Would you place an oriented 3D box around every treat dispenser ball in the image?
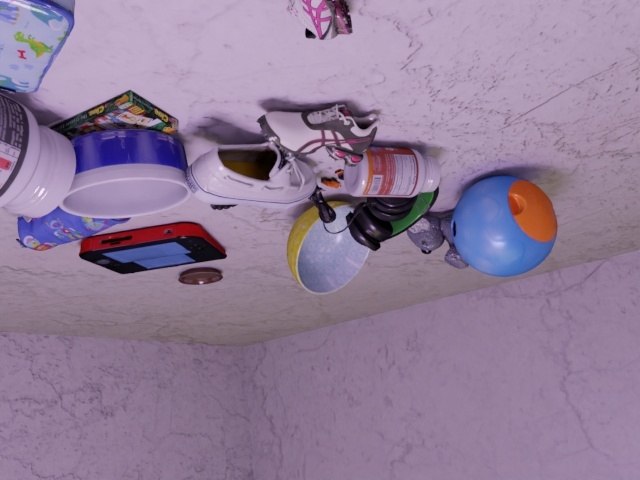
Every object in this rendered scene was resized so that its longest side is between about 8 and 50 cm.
[{"bbox_3d":[0.517,-0.040,1.615,0.288,0.288,0.288,-7,162,-2],"label":"treat dispenser ball"}]

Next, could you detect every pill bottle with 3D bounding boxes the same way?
[{"bbox_3d":[0.174,-0.164,1.376,0.216,0.121,0.121,-1,161,-21],"label":"pill bottle"},{"bbox_3d":[-0.602,-0.166,0.927,0.210,0.210,0.363,-15,160,22],"label":"pill bottle"}]

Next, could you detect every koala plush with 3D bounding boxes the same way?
[{"bbox_3d":[0.384,-0.025,1.851,0.221,0.203,0.196,11,177,12],"label":"koala plush"}]

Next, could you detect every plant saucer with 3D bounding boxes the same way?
[{"bbox_3d":[-0.457,0.134,2.171,0.168,0.029,0.168,-7,163,-2],"label":"plant saucer"}]

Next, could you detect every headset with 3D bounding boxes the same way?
[{"bbox_3d":[0.144,-0.100,1.537,0.394,0.185,0.243,-12,147,-41],"label":"headset"}]

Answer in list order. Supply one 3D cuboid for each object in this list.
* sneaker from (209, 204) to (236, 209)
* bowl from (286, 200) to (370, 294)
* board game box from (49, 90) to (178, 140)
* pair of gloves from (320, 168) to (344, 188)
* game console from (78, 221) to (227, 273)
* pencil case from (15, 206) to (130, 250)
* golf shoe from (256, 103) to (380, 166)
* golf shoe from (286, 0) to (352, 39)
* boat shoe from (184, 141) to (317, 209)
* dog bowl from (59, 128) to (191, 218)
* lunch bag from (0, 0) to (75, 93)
[{"bbox_3d":[-0.176,-0.144,1.364,0.100,0.108,0.271,-41,162,29],"label":"sneaker"},{"bbox_3d":[0.000,0.000,1.692,0.289,0.289,0.156,12,-165,-46],"label":"bowl"},{"bbox_3d":[-0.429,-0.215,1.139,0.259,0.030,0.136,-16,162,24],"label":"board game box"},{"bbox_3d":[0.046,-0.163,1.506,0.083,0.010,0.074,-24,154,35],"label":"pair of gloves"},{"bbox_3d":[-0.523,0.039,1.815,0.386,0.060,0.342,-8,161,4],"label":"game console"},{"bbox_3d":[-0.601,-0.065,1.379,0.306,0.119,0.133,-16,149,25],"label":"pencil case"},{"bbox_3d":[-0.001,-0.237,1.168,0.273,0.105,0.120,2,142,-39],"label":"golf shoe"},{"bbox_3d":[-0.015,-0.350,0.831,0.086,0.067,0.186,-11,162,17],"label":"golf shoe"},{"bbox_3d":[-0.107,-0.163,1.235,0.156,0.136,0.367,-35,159,36],"label":"boat shoe"},{"bbox_3d":[-0.407,-0.132,1.187,0.265,0.104,0.265,-11,169,-2],"label":"dog bowl"},{"bbox_3d":[-0.452,-0.300,0.781,0.176,0.090,0.219,14,152,-41],"label":"lunch bag"}]
